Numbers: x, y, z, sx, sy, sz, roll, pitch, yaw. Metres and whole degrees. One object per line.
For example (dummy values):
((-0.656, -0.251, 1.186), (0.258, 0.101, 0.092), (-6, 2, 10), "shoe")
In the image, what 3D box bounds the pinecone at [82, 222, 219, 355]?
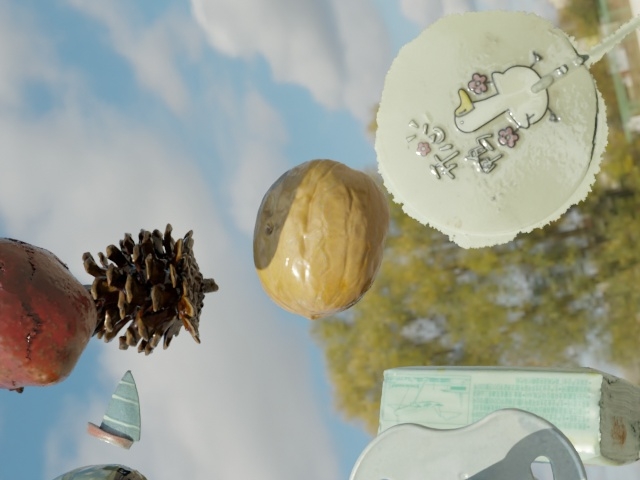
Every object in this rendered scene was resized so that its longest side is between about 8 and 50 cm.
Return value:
((-0.262, 0.077, 1.821), (0.186, 0.212, 0.169), (-95, -20, -51), "pinecone")

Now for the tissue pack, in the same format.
((0.333, 0.301, 2.174), (0.287, 0.388, 0.162), (20, -109, -60), "tissue pack")

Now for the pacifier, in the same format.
((0.170, 0.323, 1.456), (0.226, 0.287, 0.239), (-29, -67, -82), "pacifier")

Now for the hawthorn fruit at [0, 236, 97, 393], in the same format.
((-0.364, 0.069, 1.451), (0.235, 0.181, 0.181), (61, -157, -49), "hawthorn fruit")

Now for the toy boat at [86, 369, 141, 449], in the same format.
((-0.320, 0.272, 2.052), (0.122, 0.096, 0.034), (-67, -19, -11), "toy boat")

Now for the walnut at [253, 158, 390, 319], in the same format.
((0.000, 0.000, 1.736), (0.195, 0.195, 0.222), (42, -127, -65), "walnut")

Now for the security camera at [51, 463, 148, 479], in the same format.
((-0.275, 0.390, 1.498), (0.277, 0.191, 0.197), (-95, -17, -53), "security camera")

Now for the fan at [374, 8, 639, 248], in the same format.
((0.231, -0.161, 1.225), (0.233, 0.414, 0.012), (55, -164, 2), "fan")
